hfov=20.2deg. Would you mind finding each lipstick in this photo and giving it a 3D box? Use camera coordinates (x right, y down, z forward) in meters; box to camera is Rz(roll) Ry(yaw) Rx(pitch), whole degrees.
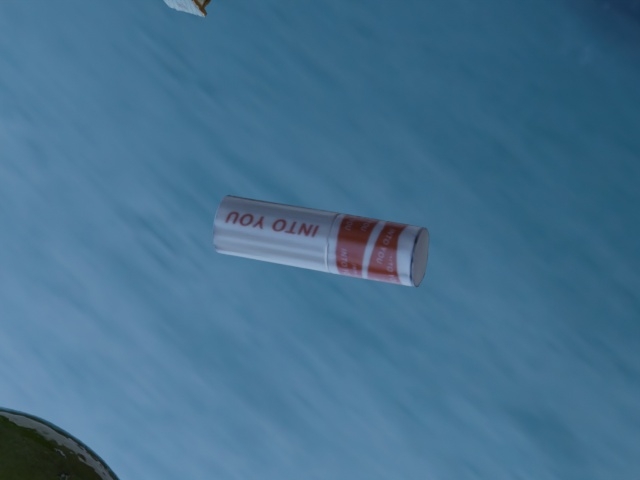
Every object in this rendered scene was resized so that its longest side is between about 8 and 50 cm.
[{"bbox_3d":[0.000,0.000,1.114,0.131,0.038,0.038,9,154,16],"label":"lipstick"}]

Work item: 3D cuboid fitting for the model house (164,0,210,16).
[{"bbox_3d":[-0.092,-0.302,1.651,0.178,0.206,0.271,51,-159,-32],"label":"model house"}]

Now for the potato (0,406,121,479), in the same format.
[{"bbox_3d":[-0.272,0.207,1.250,0.304,0.215,0.216,14,167,-7],"label":"potato"}]
